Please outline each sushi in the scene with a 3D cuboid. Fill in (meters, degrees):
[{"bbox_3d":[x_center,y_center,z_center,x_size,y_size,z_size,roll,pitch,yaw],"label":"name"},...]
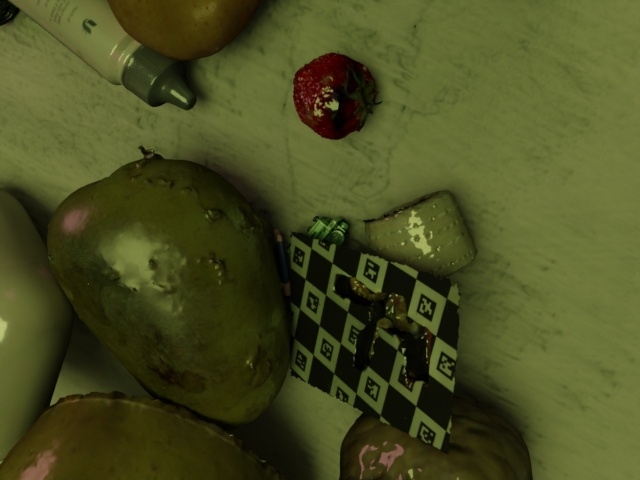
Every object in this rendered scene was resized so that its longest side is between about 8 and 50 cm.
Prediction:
[{"bbox_3d":[0.062,0.099,0.751,0.279,0.043,0.192,13,105,51],"label":"sushi"}]

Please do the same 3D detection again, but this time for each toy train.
[{"bbox_3d":[0.000,0.000,0.834,0.053,0.033,0.083,42,113,10],"label":"toy train"}]

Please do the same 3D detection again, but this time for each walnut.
[{"bbox_3d":[0.127,0.301,0.758,0.248,0.248,0.248,5,105,19],"label":"walnut"}]

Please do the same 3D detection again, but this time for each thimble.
[{"bbox_3d":[0.113,-0.003,0.754,0.115,0.102,0.090,-22,96,34],"label":"thimble"}]

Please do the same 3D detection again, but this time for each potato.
[{"bbox_3d":[-0.162,0.065,0.814,0.270,0.219,0.359,-29,99,36],"label":"potato"},{"bbox_3d":[-0.235,0.429,0.784,0.385,0.319,0.442,-18,124,23],"label":"potato"}]

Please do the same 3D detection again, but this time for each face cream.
[{"bbox_3d":[-0.279,-0.267,0.840,0.311,0.092,0.092,38,112,7],"label":"face cream"}]

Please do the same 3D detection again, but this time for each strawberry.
[{"bbox_3d":[0.010,-0.168,0.760,0.106,0.106,0.106,5,105,19],"label":"strawberry"}]

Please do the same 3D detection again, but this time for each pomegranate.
[{"bbox_3d":[-0.158,-0.302,0.736,0.191,0.191,0.191,5,105,19],"label":"pomegranate"}]

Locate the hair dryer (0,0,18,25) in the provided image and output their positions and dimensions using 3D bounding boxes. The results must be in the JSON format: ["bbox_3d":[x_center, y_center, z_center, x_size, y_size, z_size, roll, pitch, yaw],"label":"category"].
[{"bbox_3d":[-0.533,-0.302,0.946,0.128,0.070,0.255,47,121,3],"label":"hair dryer"}]

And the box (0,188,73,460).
[{"bbox_3d":[-0.461,0.104,0.910,0.349,0.141,0.288,43,117,41],"label":"box"}]

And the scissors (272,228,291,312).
[{"bbox_3d":[-0.049,0.042,0.863,0.012,0.039,0.113,-10,108,-8],"label":"scissors"}]
